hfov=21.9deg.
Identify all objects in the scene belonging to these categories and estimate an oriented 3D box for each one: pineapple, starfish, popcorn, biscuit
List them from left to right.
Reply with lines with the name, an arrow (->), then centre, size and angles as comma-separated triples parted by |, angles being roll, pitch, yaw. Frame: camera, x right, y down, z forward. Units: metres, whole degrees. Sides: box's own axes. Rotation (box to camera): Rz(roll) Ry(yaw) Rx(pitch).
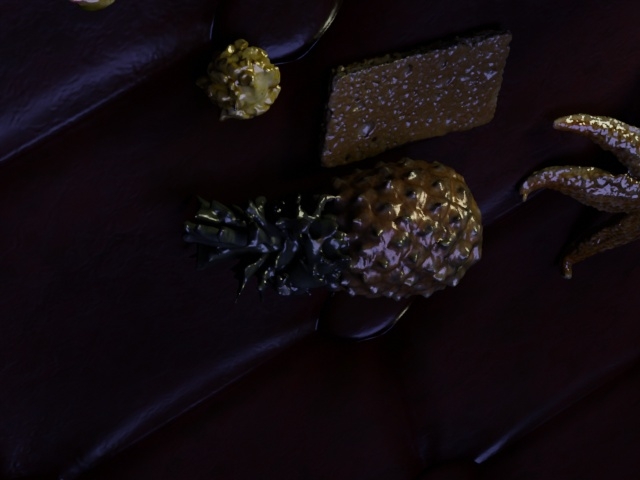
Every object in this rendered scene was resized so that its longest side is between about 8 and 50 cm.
popcorn -> -0.078, -0.151, 1.603 | 0.082, 0.057, 0.083 | 14, 116, -54
pineapple -> 0.000, 0.000, 1.744 | 0.340, 0.169, 0.169 | -8, 133, -32
biscuit -> 0.099, -0.155, 1.772 | 0.231, 0.025, 0.131 | -16, 136, -27
starfish -> 0.409, -0.081, 2.052 | 0.327, 0.094, 0.375 | -40, 138, 5

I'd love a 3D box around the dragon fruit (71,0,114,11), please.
dragon fruit -> -0.149, -0.329, 1.255 | 0.227, 0.243, 0.307 | 40, 60, -31
